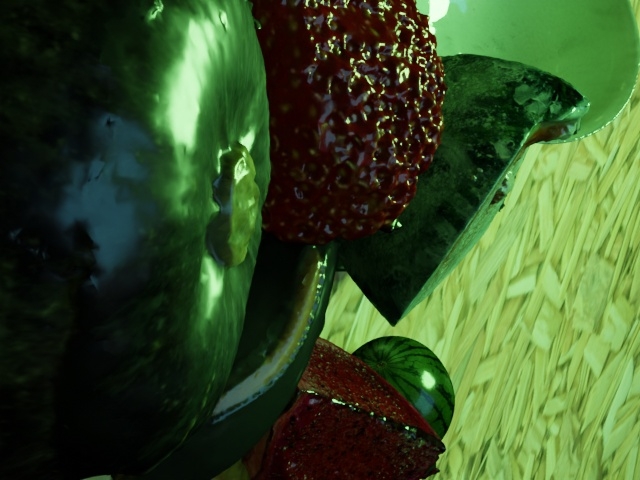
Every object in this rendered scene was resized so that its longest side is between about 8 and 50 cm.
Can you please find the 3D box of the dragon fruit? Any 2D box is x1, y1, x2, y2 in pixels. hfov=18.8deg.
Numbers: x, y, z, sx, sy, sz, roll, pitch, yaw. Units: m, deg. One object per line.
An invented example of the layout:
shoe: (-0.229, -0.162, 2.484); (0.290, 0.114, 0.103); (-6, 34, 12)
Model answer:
dragon fruit: (0.008, 0.196, 2.048); (0.262, 0.163, 0.189); (26, 49, -41)

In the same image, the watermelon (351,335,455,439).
watermelon: (0.085, 0.194, 2.210); (0.140, 0.141, 0.187); (-57, 153, -32)

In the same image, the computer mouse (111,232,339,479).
computer mouse: (-0.077, 0.119, 1.819); (0.323, 0.116, 0.183); (-52, 179, -23)

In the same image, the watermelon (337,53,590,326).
watermelon: (0.129, -0.034, 1.952); (0.214, 0.320, 0.289); (44, 48, -46)

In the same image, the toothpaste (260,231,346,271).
toothpaste: (0.000, 0.000, 2.042); (0.392, 0.061, 0.099); (5, 102, -59)

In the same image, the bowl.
bowl: (0.186, -0.221, 2.144); (0.313, 0.313, 0.146); (-56, -172, -34)

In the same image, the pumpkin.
pumpkin: (-0.213, -0.040, 1.311); (0.454, 0.344, 0.454); (8, 90, -78)

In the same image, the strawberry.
strawberry: (0.005, -0.147, 1.753); (0.261, 0.261, 0.257); (-50, 174, -41)
